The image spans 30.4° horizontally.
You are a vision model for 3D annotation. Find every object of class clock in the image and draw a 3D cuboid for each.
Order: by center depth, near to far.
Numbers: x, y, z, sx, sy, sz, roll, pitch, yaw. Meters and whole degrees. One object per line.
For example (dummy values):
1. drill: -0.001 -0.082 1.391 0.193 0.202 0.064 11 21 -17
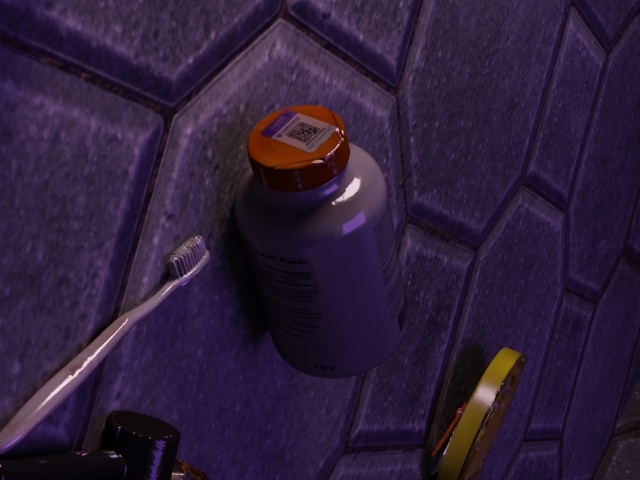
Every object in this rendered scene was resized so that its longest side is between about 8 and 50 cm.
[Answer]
1. clock: 0.259 0.312 1.995 0.293 0.071 0.277 -65 163 4

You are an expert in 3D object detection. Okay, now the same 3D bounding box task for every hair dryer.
1. hair dryer: -0.218 0.216 1.013 0.248 0.070 0.114 9 95 -60

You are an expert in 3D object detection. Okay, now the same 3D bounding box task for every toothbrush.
1. toothbrush: -0.188 0.084 1.045 0.307 0.025 0.029 -48 134 -44

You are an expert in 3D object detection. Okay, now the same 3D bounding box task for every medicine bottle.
1. medicine bottle: 0.000 0.000 1.224 0.157 0.157 0.288 -55 147 -35

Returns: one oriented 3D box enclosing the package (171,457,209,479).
1. package: -0.154 0.284 1.206 0.120 0.031 0.108 -65 152 -20
